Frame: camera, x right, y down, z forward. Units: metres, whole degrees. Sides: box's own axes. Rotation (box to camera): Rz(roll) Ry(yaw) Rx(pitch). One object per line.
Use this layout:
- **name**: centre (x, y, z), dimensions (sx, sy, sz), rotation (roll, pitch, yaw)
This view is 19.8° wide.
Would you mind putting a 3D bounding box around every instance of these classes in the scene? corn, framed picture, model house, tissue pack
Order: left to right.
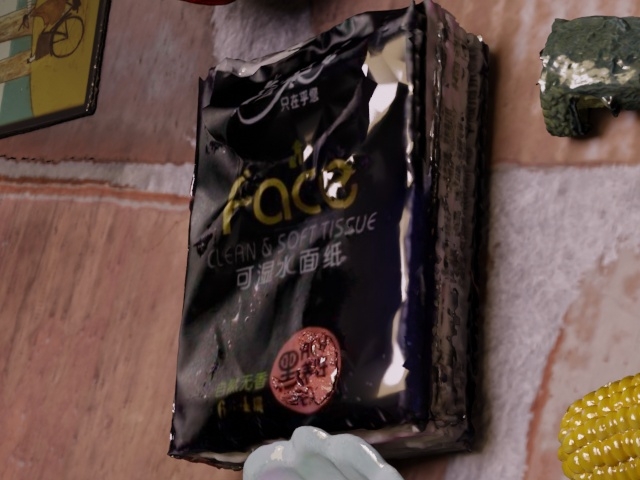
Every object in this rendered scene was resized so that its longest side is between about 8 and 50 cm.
- **framed picture**: centre (-0.320, -0.208, 1.800), dimensions (0.324, 0.013, 0.244), rotation (-10, 65, 38)
- **tissue pack**: centre (0.000, 0.000, 1.352), dimensions (0.245, 0.123, 0.332), rotation (-11, 65, 36)
- **model house**: centre (0.200, -0.114, 1.276), dimensions (0.083, 0.066, 0.078), rotation (2, 62, 24)
- **corn**: centre (0.257, 0.106, 1.100), dimensions (0.244, 0.093, 0.093), rotation (-22, 59, 33)

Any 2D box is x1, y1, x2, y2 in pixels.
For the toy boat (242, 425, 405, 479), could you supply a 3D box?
- **toy boat**: centre (0.034, 0.260, 1.218), dimensions (0.199, 0.100, 0.290), rotation (-48, 49, 27)

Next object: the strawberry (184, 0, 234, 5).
- **strawberry**: centre (-0.039, -0.347, 1.444), dimensions (0.317, 0.295, 0.345), rotation (31, 110, 36)
